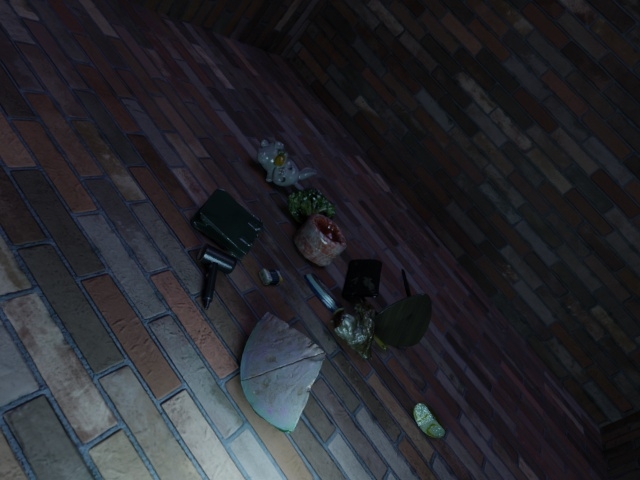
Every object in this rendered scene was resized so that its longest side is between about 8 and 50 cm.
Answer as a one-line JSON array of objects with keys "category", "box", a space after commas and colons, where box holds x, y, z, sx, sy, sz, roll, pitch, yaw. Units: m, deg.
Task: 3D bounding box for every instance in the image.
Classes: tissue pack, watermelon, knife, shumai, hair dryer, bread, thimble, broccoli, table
[{"category": "tissue pack", "box": [-0.196, 0.145, 1.714, 0.083, 0.042, 0.062, 8, 48, -49]}, {"category": "watermelon", "box": [-0.096, 0.426, 1.342, 0.292, 0.319, 0.222, -57, 140, -25]}, {"category": "knife", "box": [0.212, 0.384, 1.894, 0.022, 0.046, 0.256, 30, 9, -46]}, {"category": "shumai", "box": [0.130, 0.364, 1.808, 0.185, 0.218, 0.184, 5, 28, 4]}, {"category": "hair dryer", "box": [-0.363, 0.137, 1.489, 0.128, 0.070, 0.256, 29, 40, -32]}, {"category": "bread", "box": [0.445, 0.730, 1.790, 0.157, 0.083, 0.094, 46, 25, -5]}, {"category": "thimble", "box": [0.000, 0.000, 2.055, 0.239, 0.162, 0.239, 34, 27, -20]}, {"category": "broccoli", "box": [-0.051, -0.162, 2.158, 0.226, 0.198, 0.176, 22, 22, -50]}, {"category": "table", "box": [0.328, 0.310, 2.058, 0.317, 0.317, 0.249, 29, 19, -29]}]

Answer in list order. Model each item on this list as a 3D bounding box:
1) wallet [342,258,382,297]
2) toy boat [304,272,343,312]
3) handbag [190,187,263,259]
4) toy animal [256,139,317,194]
[{"category": "wallet", "box": [0.209, 0.180, 2.126, 0.321, 0.170, 0.044, -67, 155, -62]}, {"category": "toy boat", "box": [0.016, 0.228, 1.900, 0.229, 0.046, 0.080, 50, 31, 2]}, {"category": "handbag", "box": [-0.361, -0.068, 1.728, 0.260, 0.079, 0.248, 40, 28, -15]}, {"category": "toy animal", "box": [-0.189, -0.376, 2.243, 0.325, 0.209, 0.154, 28, -9, -13]}]
